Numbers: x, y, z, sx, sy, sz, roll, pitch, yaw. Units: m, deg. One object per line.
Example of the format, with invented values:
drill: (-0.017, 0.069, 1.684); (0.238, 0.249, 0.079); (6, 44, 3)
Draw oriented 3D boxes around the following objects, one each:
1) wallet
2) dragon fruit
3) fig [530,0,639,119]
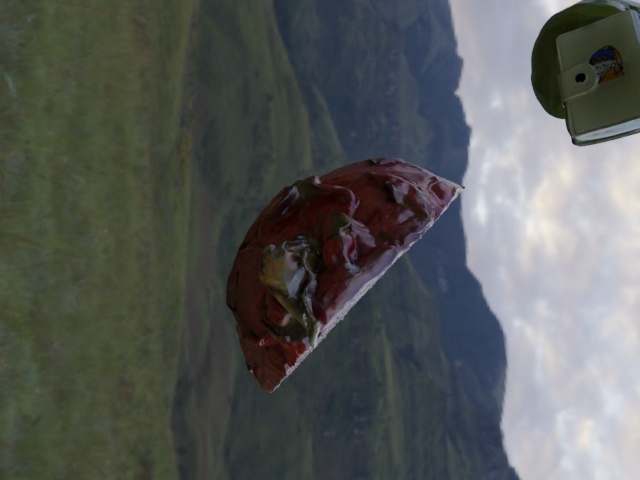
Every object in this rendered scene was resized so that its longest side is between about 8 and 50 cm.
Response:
wallet: (0.349, -0.196, 1.000); (0.039, 0.110, 0.155); (34, 49, -51)
dragon fruit: (0.000, 0.000, 0.841); (0.152, 0.317, 0.205); (44, -4, 3)
fig: (0.382, -0.261, 1.121); (0.233, 0.167, 0.167); (119, -34, -76)
